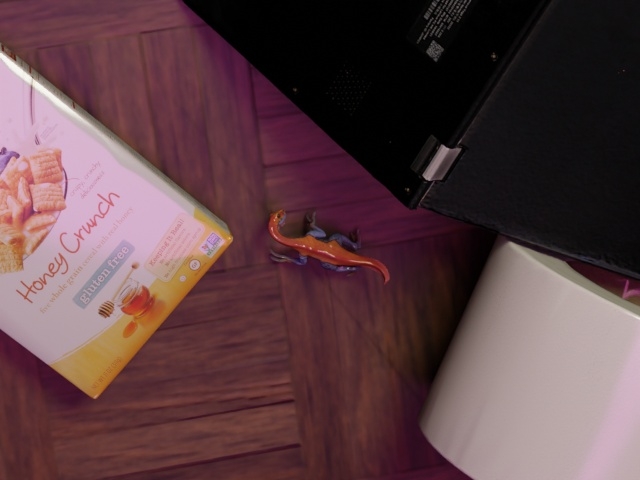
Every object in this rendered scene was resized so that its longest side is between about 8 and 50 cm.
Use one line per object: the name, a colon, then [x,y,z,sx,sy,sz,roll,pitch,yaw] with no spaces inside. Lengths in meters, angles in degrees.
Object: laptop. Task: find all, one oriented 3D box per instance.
laptop: [0.178,-0.214,1.373,0.408,0.236,0.382,43,117,21]

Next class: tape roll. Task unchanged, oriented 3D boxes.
tape roll: [0.217,0.113,1.455,0.246,0.246,0.169,21,102,-14]

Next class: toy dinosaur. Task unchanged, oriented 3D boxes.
toy dinosaur: [0.000,0.000,1.482,0.082,0.090,0.047,14,88,-45]

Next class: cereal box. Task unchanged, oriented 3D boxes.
cereal box: [-0.213,-0.015,1.450,0.240,0.047,0.173,38,97,-17]
